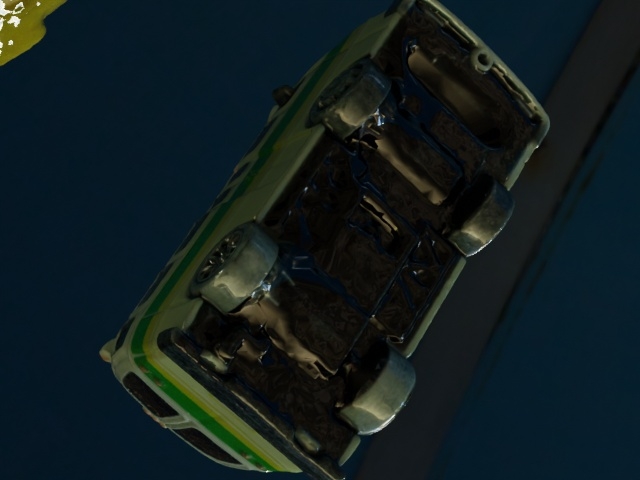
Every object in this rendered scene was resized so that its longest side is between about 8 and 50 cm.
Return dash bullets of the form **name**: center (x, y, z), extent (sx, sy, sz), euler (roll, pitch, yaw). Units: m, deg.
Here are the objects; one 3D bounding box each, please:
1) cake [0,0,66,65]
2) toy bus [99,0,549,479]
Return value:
- **cake**: center (-0.245, -0.207, 0.921), extent (0.156, 0.179, 0.260), euler (46, -12, 36)
- **toy bus**: center (0.000, 0.000, 0.944), extent (0.133, 0.276, 0.165), euler (43, -30, -17)
